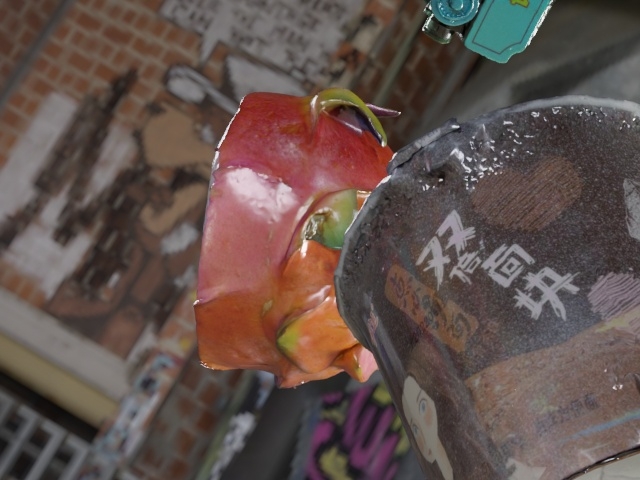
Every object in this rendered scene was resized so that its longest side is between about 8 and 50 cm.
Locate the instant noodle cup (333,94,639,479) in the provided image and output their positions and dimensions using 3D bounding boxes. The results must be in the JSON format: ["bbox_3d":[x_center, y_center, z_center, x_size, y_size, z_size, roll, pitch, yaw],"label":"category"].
[{"bbox_3d":[0.130,0.072,0.747,0.217,0.217,0.207,40,24,-41],"label":"instant noodle cup"}]

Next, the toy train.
[{"bbox_3d":[0.213,-0.321,1.838,0.154,0.198,0.107,24,17,-15],"label":"toy train"}]

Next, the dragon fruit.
[{"bbox_3d":[0.000,0.000,1.392,0.189,0.291,0.290,8,-16,13],"label":"dragon fruit"}]
